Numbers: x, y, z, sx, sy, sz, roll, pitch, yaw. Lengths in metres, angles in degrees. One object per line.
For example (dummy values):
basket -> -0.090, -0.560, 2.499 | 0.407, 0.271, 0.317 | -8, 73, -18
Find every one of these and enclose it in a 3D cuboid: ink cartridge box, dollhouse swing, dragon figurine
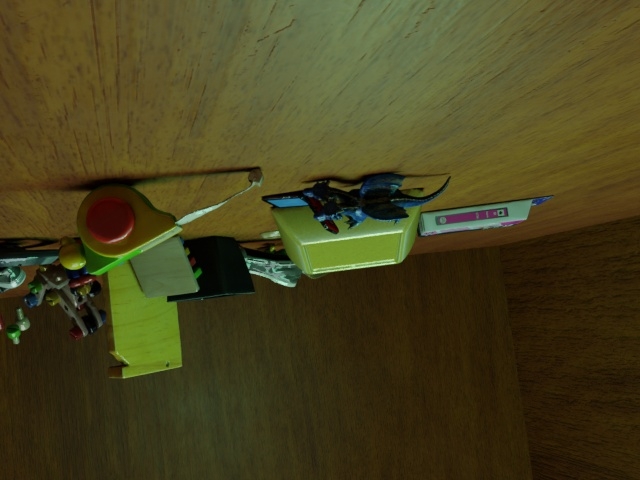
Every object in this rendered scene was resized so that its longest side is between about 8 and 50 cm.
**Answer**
ink cartridge box -> 0.468, -0.067, 1.973 | 0.371, 0.069, 0.176 | -10, 175, 3
dollhouse swing -> -0.577, 0.204, 1.947 | 0.305, 0.346, 0.315 | -9, 175, 30
dragon figurine -> 0.113, -0.074, 1.257 | 0.289, 0.085, 0.144 | -5, 175, -3

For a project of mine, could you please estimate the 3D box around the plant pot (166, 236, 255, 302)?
plant pot -> -0.313, 0.080, 1.933 | 0.188, 0.166, 0.187 | -8, 175, 21

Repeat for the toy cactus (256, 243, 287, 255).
toy cactus -> -0.143, 0.056, 2.363 | 0.181, 0.112, 0.219 | 1, -171, 37

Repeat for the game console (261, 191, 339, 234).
game console -> -0.037, -0.049, 1.369 | 0.085, 0.124, 0.144 | -34, 171, 7

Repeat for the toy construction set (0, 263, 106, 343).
toy construction set -> -0.758, 0.136, 1.907 | 0.309, 0.257, 0.237 | -18, 140, -25

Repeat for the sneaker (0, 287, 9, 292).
sneaker -> -0.923, 0.092, 1.808 | 0.268, 0.101, 0.106 | -7, -163, -4

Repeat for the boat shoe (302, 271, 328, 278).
boat shoe -> 0.041, 0.043, 2.274 | 0.285, 0.104, 0.089 | -16, -153, -40

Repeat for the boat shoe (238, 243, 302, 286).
boat shoe -> -0.208, 0.051, 2.117 | 0.335, 0.095, 0.112 | 18, -167, -25

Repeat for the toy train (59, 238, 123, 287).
toy train -> -0.508, 0.036, 1.611 | 0.143, 0.105, 0.248 | -16, -179, -35

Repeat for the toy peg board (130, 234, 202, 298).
toy peg board -> -0.403, 0.057, 1.807 | 0.161, 0.160, 0.079 | -9, -158, 21

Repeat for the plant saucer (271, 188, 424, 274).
plant saucer -> 0.072, -0.003, 1.596 | 0.333, 0.080, 0.332 | -7, 161, 2

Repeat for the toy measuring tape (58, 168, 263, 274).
toy measuring tape -> -0.253, -0.059, 1.044 | 0.330, 0.121, 0.121 | -29, 176, -4

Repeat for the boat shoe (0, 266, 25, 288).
boat shoe -> -0.832, 0.068, 1.686 | 0.220, 0.077, 0.070 | 1, 144, 18

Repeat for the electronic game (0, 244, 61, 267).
electronic game -> -0.705, 0.033, 1.544 | 0.230, 0.048, 0.229 | -1, -179, 0

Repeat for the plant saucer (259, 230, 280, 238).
plant saucer -> -0.132, -0.016, 1.960 | 0.084, 0.015, 0.083 | -7, 175, -1
